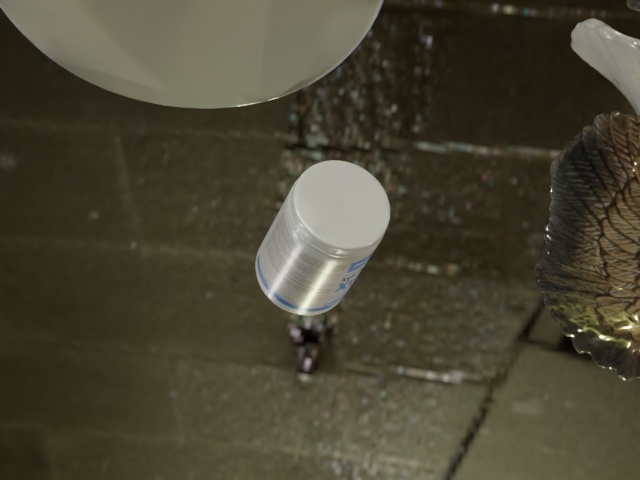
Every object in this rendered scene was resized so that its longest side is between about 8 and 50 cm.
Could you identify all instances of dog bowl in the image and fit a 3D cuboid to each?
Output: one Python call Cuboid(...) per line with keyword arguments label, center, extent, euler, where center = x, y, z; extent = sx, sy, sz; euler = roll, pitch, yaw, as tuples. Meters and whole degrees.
Cuboid(label="dog bowl", center=(-0.082, -0.211, 1.069), extent=(0.265, 0.104, 0.265), euler=(4, 138, 3))

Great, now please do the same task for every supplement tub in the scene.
Cuboid(label="supplement tub", center=(0.000, 0.000, 1.163), extent=(0.071, 0.071, 0.107), euler=(19, 149, -8))

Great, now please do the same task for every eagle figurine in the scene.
Cuboid(label="eagle figurine", center=(0.248, -0.013, 1.027), extent=(0.225, 0.226, 0.298), euler=(10, 104, 9))
